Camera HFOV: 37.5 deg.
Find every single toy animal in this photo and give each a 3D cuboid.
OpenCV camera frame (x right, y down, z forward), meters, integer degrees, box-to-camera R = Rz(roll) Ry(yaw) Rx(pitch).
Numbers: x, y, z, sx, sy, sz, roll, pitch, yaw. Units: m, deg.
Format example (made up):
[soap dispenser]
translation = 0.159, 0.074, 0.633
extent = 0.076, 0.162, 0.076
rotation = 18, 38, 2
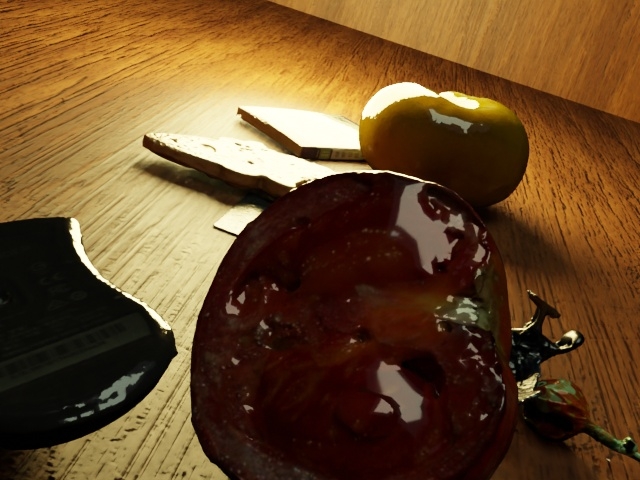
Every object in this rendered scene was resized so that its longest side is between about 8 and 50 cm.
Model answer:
[toy animal]
translation = 0.164, 0.095, 0.802
extent = 0.062, 0.108, 0.220
rotation = 49, 5, -4

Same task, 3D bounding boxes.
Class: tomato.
[tomato]
translation = 0.029, 0.082, 0.614
extent = 0.200, 0.139, 0.233
rotation = -5, 57, 16

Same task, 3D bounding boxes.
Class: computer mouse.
[computer mouse]
translation = -0.189, 0.064, 0.589
extent = 0.147, 0.088, 0.264
rotation = -16, 35, -26

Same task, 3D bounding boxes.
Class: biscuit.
[biscuit]
translation = -0.092, -0.091, 1.144
extent = 0.250, 0.035, 0.162
rotation = 13, 16, -15

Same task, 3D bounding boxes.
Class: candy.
[candy]
translation = 0.246, 0.168, 0.755
extent = 0.185, 0.049, 0.055
rotation = 29, -22, 13

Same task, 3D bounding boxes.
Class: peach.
[peach]
translation = 0.172, -0.140, 1.337
extent = 0.251, 0.153, 0.251
rotation = 17, 12, -4

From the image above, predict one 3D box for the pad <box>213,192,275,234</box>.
[pad]
translation = 0.000, 0.000, 1.030
extent = 0.211, 0.003, 0.143
rotation = 20, 21, 6

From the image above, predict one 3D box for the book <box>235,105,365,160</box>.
[book]
translation = 0.007, -0.162, 1.422
extent = 0.231, 0.026, 0.157
rotation = -2, 28, -44
